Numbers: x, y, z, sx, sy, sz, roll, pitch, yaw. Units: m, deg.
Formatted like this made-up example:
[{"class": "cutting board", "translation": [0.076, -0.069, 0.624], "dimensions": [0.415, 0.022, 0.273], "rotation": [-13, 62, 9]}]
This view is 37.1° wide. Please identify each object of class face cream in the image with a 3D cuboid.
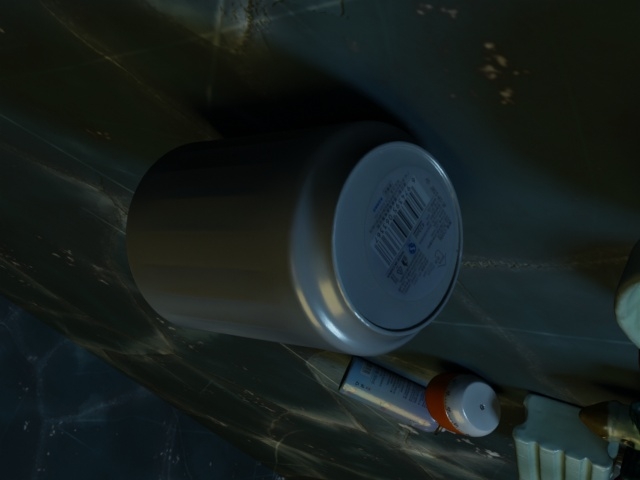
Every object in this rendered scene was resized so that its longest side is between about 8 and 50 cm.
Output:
[{"class": "face cream", "translation": [0.150, 0.292, 1.754], "dimensions": [0.229, 0.075, 0.075], "rotation": [25, 158, 1]}]

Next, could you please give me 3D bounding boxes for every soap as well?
[{"class": "soap", "translation": [0.414, 0.358, 1.607], "dimensions": [0.159, 0.088, 0.265], "rotation": [16, 156, 22]}]

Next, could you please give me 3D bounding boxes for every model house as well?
[{"class": "model house", "translation": [0.489, 0.308, 1.312], "dimensions": [0.291, 0.185, 0.253], "rotation": [16, 162, 33]}]

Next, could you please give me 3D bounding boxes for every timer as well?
[{"class": "timer", "translation": [0.227, 0.274, 1.597], "dimensions": [0.136, 0.099, 0.136], "rotation": [23, 147, 16]}]

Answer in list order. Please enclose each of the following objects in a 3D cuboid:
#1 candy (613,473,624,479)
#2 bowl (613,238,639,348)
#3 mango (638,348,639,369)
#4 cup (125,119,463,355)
[{"class": "candy", "translation": [0.534, 0.409, 1.594], "dimensions": [0.103, 0.103, 0.043], "rotation": [54, -173, -51]}, {"class": "bowl", "translation": [0.407, 0.034, 0.767], "dimensions": [0.307, 0.163, 0.307], "rotation": [21, 158, 9]}, {"class": "mango", "translation": [0.445, 0.134, 0.970], "dimensions": [0.248, 0.151, 0.156], "rotation": [7, 151, 41]}, {"class": "cup", "translation": [0.000, 0.000, 1.077], "dimensions": [0.322, 0.237, 0.326], "rotation": [4, 177, -44]}]
